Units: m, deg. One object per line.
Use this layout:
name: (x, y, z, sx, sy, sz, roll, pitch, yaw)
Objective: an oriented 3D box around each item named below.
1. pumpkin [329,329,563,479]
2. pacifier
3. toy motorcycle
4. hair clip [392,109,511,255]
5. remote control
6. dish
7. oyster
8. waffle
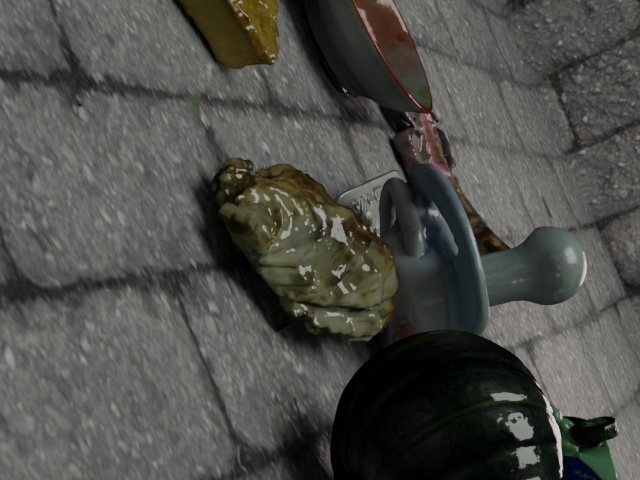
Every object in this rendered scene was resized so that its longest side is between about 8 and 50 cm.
pumpkin: (0.102, 0.204, 1.493, 0.250, 0.216, 0.250, 54, -20, 30)
pacifier: (0.164, 0.037, 1.838, 0.238, 0.226, 0.287, -114, -162, -47)
toy motorcycle: (0.233, 0.270, 1.872, 0.331, 0.196, 0.125, -109, -172, -70)
hair clip: (0.166, -0.073, 2.334, 0.173, 0.069, 0.300, 44, 16, -55)
remote control: (0.053, -0.031, 1.965, 0.229, 0.044, 0.073, -28, 110, -66)
dish: (0.043, -0.256, 2.189, 0.260, 0.085, 0.260, 57, 16, -26)
oyster: (0.004, 0.001, 1.646, 0.201, 0.107, 0.354, 63, 15, 6)
waffle: (-0.130, -0.302, 1.746, 0.274, 0.057, 0.168, 54, 20, -33)
